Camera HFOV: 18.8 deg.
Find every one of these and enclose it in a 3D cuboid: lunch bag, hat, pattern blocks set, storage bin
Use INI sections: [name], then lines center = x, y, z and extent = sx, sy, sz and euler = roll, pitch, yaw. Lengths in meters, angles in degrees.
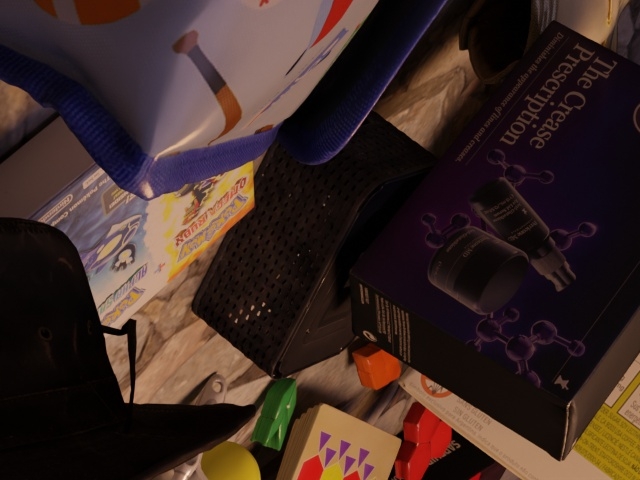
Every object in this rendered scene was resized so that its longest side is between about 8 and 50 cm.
[lunch bag]
center = -0.017, -0.208, 0.835
extent = 0.328, 0.239, 0.385
euler = -56, 175, 11
[hat]
center = -0.189, 0.056, 0.961
extent = 0.331, 0.331, 0.134
euler = -12, 98, -60
[pattern blocks set]
center = 0.008, 0.227, 1.756
extent = 0.285, 0.026, 0.325
euler = -64, 148, -13
[storage bin]
center = 0.000, 0.000, 1.408
extent = 0.122, 0.084, 0.180
euler = -18, 142, -56

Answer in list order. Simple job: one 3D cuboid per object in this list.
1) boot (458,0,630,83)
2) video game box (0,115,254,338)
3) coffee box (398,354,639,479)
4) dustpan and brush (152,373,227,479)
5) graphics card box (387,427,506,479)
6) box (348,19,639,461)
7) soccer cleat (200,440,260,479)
[boot]
center = 0.172, -0.152, 1.533
extent = 0.165, 0.077, 0.213
euler = -31, 149, -41
[video game box]
center = -0.124, -0.020, 1.167
extent = 0.205, 0.048, 0.187
euler = -43, 160, -23
[coffee box]
center = 0.302, 0.075, 1.692
extent = 0.334, 0.338, 0.337
euler = -53, 179, 5
[dustpan and brush]
center = -0.117, 0.199, 1.484
extent = 0.060, 0.147, 0.211
euler = -48, -161, 53
[graphics card box]
center = 0.042, 0.330, 2.030
extent = 0.371, 0.094, 0.233
euler = -21, 144, -51
[box]
center = 0.169, -0.004, 1.380
extent = 0.261, 0.184, 0.103
euler = -51, 161, -22
[soccer cleat]
center = -0.152, 0.270, 1.523
extent = 0.289, 0.093, 0.121
euler = -47, 156, -13
